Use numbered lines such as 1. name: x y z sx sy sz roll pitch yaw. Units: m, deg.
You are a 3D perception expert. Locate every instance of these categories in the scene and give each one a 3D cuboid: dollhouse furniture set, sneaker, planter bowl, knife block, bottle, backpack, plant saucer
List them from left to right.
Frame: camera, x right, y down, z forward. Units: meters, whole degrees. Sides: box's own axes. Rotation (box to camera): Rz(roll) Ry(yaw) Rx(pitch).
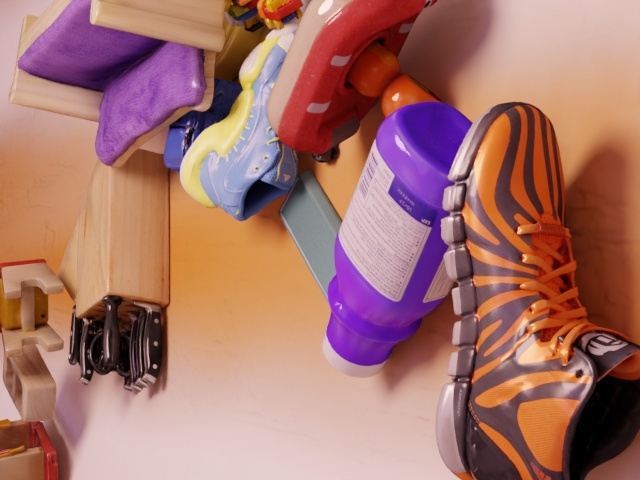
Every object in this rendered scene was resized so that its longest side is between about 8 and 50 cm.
1. dollhouse furniture set: -0.458 0.198 2.015 0.152 0.201 0.374 -135 44 -54
2. knife block: -0.241 0.044 1.921 0.242 0.088 0.276 43 115 54
3. planter bowl: -0.143 -0.294 1.882 0.217 0.090 0.217 -29 55 52
4. backpack: -0.124 -0.130 1.783 0.098 0.101 0.120 5 82 52
5. sneaker: -0.047 -0.123 1.675 0.126 0.091 0.240 42 103 32
6. plant saucer: 0.000 0.000 1.614 0.067 0.018 0.192 -61 34 24
7. bottle: 0.070 0.010 1.384 0.118 0.092 0.283 52 140 31
8. sneaker: 0.192 0.048 1.208 0.180 0.124 0.321 3 92 55

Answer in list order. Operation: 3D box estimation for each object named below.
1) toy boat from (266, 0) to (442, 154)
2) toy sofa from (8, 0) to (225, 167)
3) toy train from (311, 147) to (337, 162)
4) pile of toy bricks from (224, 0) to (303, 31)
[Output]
1. toy boat: 0.056 -0.164 1.487 0.151 0.151 0.231 40 133 16
2. toy sofa: -0.244 -0.214 1.769 0.362 0.150 0.177 -20 61 62
3. toy train: 0.012 -0.161 1.646 0.036 0.027 0.158 174 105 -69
4. pile of toy bricks: -0.060 -0.303 1.694 0.105 0.118 0.212 62 168 -19
